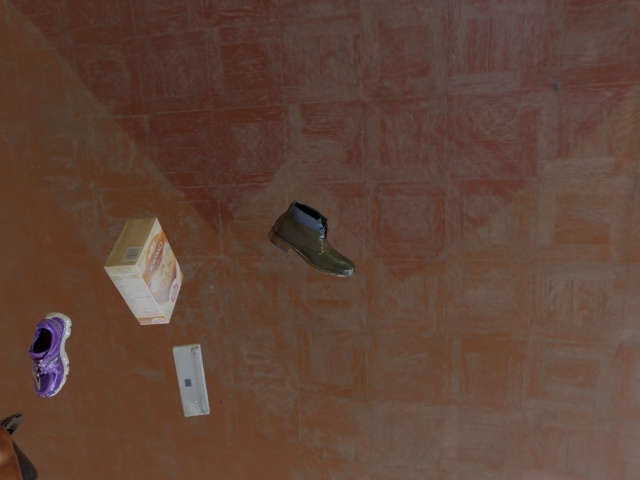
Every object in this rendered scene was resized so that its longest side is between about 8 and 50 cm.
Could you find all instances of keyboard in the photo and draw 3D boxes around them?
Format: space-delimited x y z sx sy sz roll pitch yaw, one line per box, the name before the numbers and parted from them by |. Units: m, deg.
keyboard | -0.360 0.396 1.228 0.072 0.014 0.255 -2 115 -4

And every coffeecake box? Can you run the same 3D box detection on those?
coffeecake box | -0.367 0.067 0.935 0.068 0.142 0.185 -4 133 4

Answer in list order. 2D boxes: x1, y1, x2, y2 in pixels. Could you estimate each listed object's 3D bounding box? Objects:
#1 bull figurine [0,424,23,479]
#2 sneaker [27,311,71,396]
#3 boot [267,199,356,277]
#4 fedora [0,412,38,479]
bull figurine | -0.535 0.447 0.708 0.101 0.188 0.310 -32 76 -8
sneaker | -0.526 0.221 0.829 0.069 0.071 0.169 9 100 1
boot | 0.000 0.000 0.978 0.219 0.082 0.106 26 120 -8
fedora | -0.703 0.526 0.897 0.153 0.334 0.334 41 108 -8
